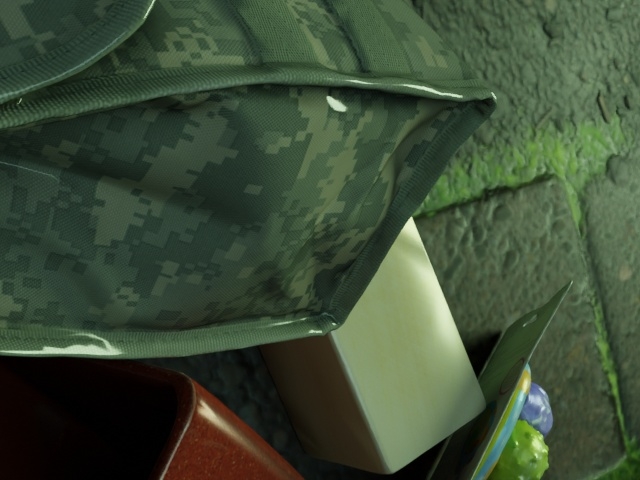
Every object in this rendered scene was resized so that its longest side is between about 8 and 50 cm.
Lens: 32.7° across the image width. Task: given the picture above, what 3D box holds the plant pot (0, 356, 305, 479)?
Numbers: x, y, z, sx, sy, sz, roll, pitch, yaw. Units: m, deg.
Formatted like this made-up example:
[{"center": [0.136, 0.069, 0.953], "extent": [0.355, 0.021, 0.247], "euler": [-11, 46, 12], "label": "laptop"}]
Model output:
[{"center": [-0.110, 0.213, 0.524], "extent": [0.235, 0.267, 0.267], "euler": [37, 69, -37], "label": "plant pot"}]

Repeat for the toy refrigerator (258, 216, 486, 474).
[{"center": [0.000, 0.000, 0.679], "extent": [0.094, 0.102, 0.270], "euler": [-28, 101, -29], "label": "toy refrigerator"}]

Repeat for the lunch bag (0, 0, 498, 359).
[{"center": [-0.117, -0.082, 0.416], "extent": [0.287, 0.169, 0.235], "euler": [-4, 45, -47], "label": "lunch bag"}]

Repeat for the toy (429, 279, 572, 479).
[{"center": [0.109, 0.151, 0.712], "extent": [0.056, 0.137, 0.237], "euler": [34, 71, 2], "label": "toy"}]
